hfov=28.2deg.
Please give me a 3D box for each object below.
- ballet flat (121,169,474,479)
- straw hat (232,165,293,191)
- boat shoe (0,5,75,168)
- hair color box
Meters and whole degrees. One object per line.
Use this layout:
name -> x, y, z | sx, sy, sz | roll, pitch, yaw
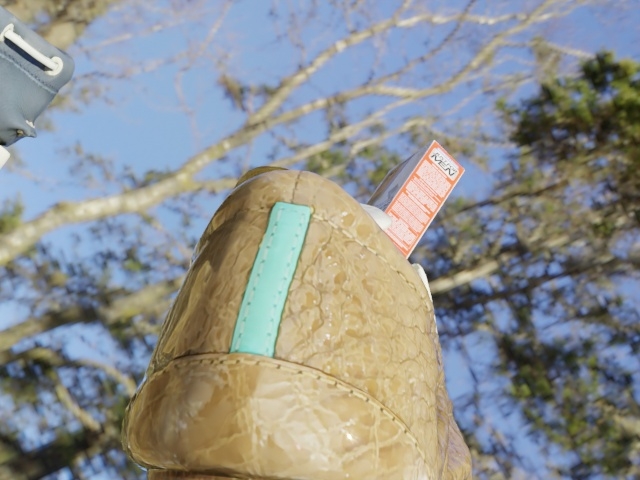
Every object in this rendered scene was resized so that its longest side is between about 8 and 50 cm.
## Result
ballet flat -> 0.003, 0.051, 0.481 | 0.342, 0.116, 0.124 | 62, 35, -75
straw hat -> 0.000, 0.000, 0.962 | 0.144, 0.061, 0.144 | 25, -51, 34
boat shoe -> -0.187, -0.122, 0.509 | 0.095, 0.079, 0.254 | 30, -14, 43
hair color box -> 0.079, -0.025, 1.381 | 0.053, 0.167, 0.093 | 45, -39, -9
